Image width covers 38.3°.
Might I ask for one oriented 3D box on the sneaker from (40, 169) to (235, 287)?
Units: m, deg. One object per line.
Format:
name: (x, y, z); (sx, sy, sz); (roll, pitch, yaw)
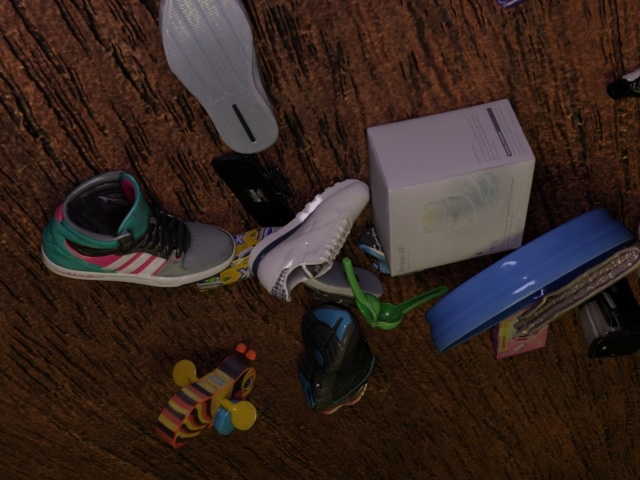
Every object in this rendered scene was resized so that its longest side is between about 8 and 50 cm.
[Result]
sneaker: (-0.260, -0.022, 1.368); (0.295, 0.124, 0.178); (0, 151, -18)

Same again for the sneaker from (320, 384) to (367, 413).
sneaker: (0.036, 0.323, 1.977); (0.064, 0.061, 0.158); (25, 128, -33)

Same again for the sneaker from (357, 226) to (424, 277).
sneaker: (0.115, 0.032, 1.617); (0.073, 0.063, 0.162); (-32, 140, 27)

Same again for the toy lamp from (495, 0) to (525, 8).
toy lamp: (0.321, -0.389, 1.125); (0.274, 0.080, 0.080); (-38, 138, 24)

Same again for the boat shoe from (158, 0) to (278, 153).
boat shoe: (-0.130, -0.229, 1.154); (0.109, 0.094, 0.302); (-18, 145, 0)

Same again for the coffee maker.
coffee maker: (0.573, 0.131, 1.812); (0.171, 0.178, 0.120); (7, 140, -26)

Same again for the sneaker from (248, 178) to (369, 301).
sneaker: (0.000, 0.000, 1.450); (0.235, 0.095, 0.090); (-42, 146, -11)

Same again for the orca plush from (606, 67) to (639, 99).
orca plush: (0.571, -0.262, 1.357); (0.287, 0.102, 0.151); (-19, 144, 6)

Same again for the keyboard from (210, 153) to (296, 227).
keyboard: (-0.086, -0.084, 1.427); (0.100, 0.038, 0.192); (-2, 150, 22)

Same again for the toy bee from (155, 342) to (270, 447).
toy bee: (-0.194, 0.277, 1.778); (0.195, 0.298, 0.162); (21, 109, 7)

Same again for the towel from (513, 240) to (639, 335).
towel: (0.484, 0.077, 1.662); (0.282, 0.049, 0.187); (-39, 167, 33)

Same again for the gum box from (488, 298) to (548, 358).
gum box: (0.406, 0.161, 1.890); (0.107, 0.062, 0.188); (-14, 144, -1)

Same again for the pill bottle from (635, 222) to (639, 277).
pill bottle: (0.644, 0.003, 1.740); (0.094, 0.094, 0.169); (-16, 144, 1)

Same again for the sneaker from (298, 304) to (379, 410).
sneaker: (0.042, 0.211, 1.799); (0.139, 0.125, 0.341); (-17, 153, -17)

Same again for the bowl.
bowl: (0.356, 0.067, 1.609); (0.391, 0.077, 0.391); (-28, 168, -7)

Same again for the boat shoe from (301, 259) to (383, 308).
boat shoe: (0.013, 0.075, 1.631); (0.228, 0.080, 0.076); (15, 133, -45)

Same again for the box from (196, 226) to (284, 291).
box: (-0.130, 0.026, 1.526); (0.168, 0.054, 0.059); (-16, 143, 2)

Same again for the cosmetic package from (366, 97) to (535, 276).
cosmetic package: (0.197, -0.078, 1.438); (0.224, 0.138, 0.224); (-12, 144, -3)

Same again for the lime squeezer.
lime squeezer: (0.113, 0.107, 1.620); (0.110, 0.059, 0.310); (-44, 144, 23)
